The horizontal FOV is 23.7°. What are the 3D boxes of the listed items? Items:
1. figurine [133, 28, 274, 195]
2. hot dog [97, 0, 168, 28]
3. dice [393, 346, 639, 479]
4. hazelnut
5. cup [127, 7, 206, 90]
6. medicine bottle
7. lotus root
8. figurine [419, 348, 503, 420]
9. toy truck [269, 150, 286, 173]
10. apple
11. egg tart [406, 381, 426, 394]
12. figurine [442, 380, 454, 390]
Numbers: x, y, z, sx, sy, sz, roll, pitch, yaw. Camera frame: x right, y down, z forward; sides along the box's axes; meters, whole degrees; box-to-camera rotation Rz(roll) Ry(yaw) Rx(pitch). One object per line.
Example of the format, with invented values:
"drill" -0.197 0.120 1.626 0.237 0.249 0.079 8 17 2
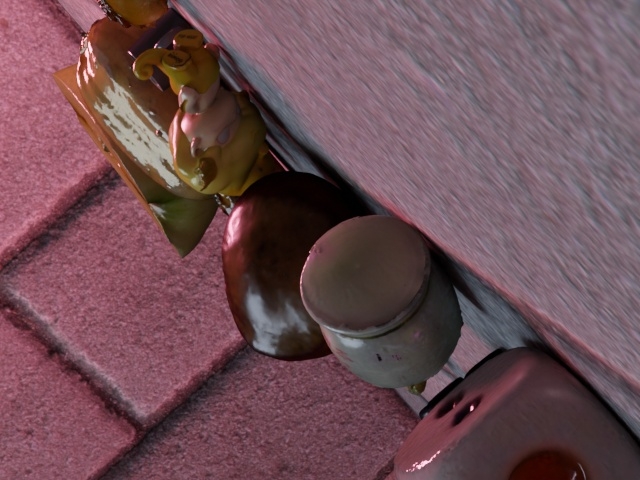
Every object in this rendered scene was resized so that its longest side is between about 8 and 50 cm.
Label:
"figurine" -0.135 -0.143 1.830 0.131 0.156 0.246 8 140 24
"hot dog" -0.258 -0.328 1.756 0.102 0.076 0.249 38 169 50
"dice" 0.197 0.228 1.475 0.193 0.194 0.192 46 177 -5
"hazelnut" -0.015 0.025 1.836 0.229 0.229 0.229 47 176 5
"cup" -0.190 -0.237 1.889 0.078 0.077 0.100 47 175 3
"medicine bottle" 0.065 0.065 1.605 0.147 0.147 0.143 44 173 38
"lotus root" -0.193 -0.163 2.057 0.342 0.151 0.169 46 136 4
"figurine" 0.246 0.297 1.701 0.332 0.185 0.204 44 -148 -11
"toy truck" -0.102 -0.083 2.179 0.252 0.114 0.107 49 177 5
"apple" -0.335 -0.164 2.699 0.312 0.320 0.360 -2 -139 -41
"egg tart" 0.114 0.153 2.417 0.197 0.078 0.197 50 175 5
"figurine" 0.225 0.353 2.210 0.269 0.211 0.261 50 175 -22
